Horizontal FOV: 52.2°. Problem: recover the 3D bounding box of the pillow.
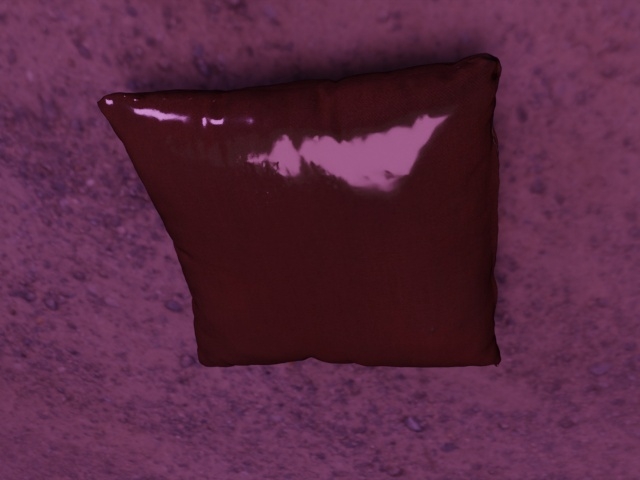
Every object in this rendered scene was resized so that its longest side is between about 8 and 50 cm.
[{"bbox_3d":[0.000,0.000,0.565,0.306,0.108,0.307,-3,127,13],"label":"pillow"}]
